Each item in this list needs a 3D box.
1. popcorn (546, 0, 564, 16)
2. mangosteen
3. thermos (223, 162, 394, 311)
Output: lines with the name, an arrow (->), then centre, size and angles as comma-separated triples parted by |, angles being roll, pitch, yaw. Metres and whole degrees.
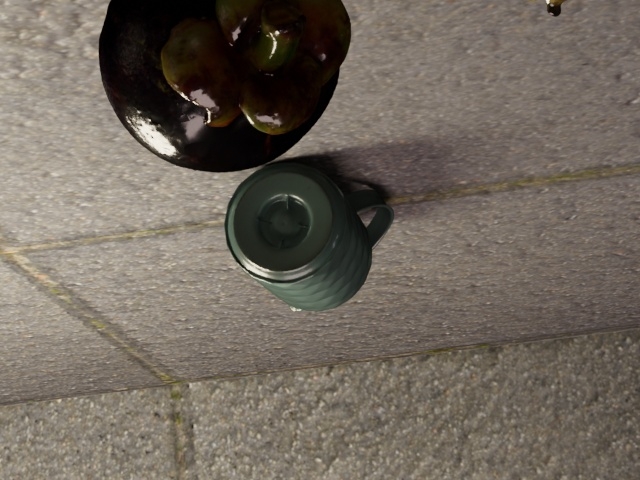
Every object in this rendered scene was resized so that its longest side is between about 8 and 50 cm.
popcorn -> 0.159, -0.235, 1.051 | 0.148, 0.152, 0.167 | 24, -150, 33
mangosteen -> -0.063, -0.144, 1.168 | 0.194, 0.194, 0.230 | 5, -178, -34
thermos -> 0.000, 0.000, 1.824 | 0.182, 0.145, 0.286 | -41, 162, 2
